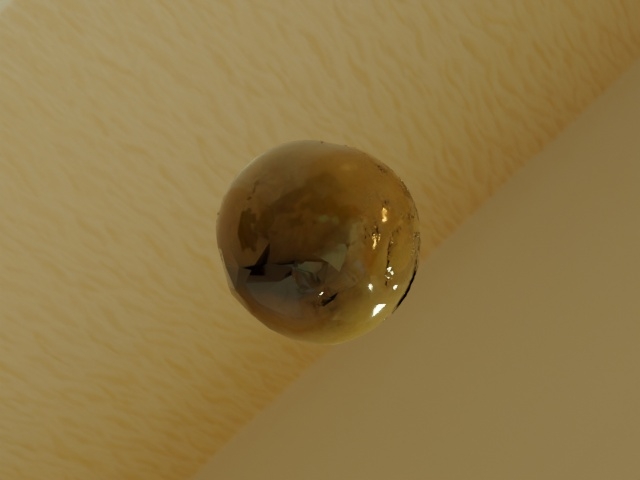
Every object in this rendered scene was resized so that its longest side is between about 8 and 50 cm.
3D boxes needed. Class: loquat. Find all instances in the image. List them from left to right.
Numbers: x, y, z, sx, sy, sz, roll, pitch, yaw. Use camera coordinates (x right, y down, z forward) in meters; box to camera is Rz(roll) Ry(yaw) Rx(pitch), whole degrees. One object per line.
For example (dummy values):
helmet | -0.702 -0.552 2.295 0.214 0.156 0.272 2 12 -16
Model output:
loquat | 0.000 0.000 1.325 0.235 0.235 0.235 -13 -121 22
